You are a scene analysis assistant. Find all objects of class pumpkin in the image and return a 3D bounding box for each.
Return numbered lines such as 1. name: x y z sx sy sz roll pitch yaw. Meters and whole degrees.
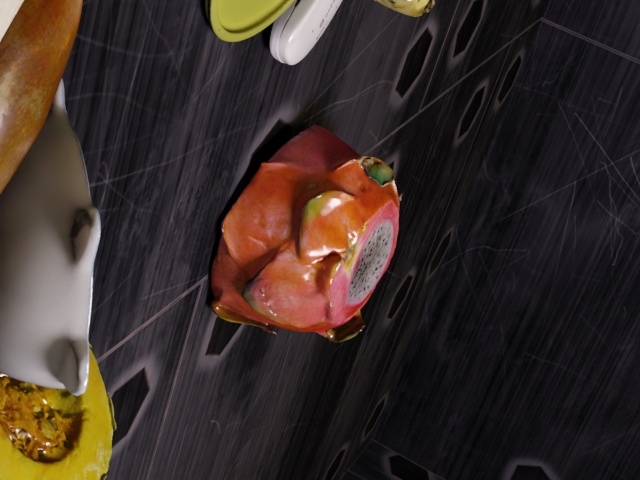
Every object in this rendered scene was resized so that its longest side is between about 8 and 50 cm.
1. pumpkin: -0.269 0.133 0.976 0.110 0.217 0.217 -28 171 12

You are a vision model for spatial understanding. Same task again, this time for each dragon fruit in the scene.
1. dragon fruit: 0.000 0.000 1.557 0.291 0.189 0.291 -56 165 -24

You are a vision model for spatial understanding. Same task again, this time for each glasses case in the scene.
1. glasses case: 0.002 -0.286 1.333 0.197 0.049 0.076 -61 165 -6

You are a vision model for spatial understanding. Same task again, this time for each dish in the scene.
1. dish: -0.229 -0.003 0.858 0.086 0.236 0.228 -1 114 -27

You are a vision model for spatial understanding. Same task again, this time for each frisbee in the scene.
1. frisbee: -0.037 -0.297 1.180 0.236 0.017 0.236 -50 167 -15

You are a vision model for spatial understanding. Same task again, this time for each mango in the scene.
1. mango: -0.236 -0.073 0.751 0.268 0.111 0.133 -63 -156 -3

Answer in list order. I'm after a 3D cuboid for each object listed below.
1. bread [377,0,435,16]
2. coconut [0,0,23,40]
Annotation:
1. bread: -0.062 -0.242 0.809 0.279 0.248 0.315 -47 146 -33
2. coconut: -0.236 -0.127 0.483 0.241 0.241 0.241 -56 164 -25
